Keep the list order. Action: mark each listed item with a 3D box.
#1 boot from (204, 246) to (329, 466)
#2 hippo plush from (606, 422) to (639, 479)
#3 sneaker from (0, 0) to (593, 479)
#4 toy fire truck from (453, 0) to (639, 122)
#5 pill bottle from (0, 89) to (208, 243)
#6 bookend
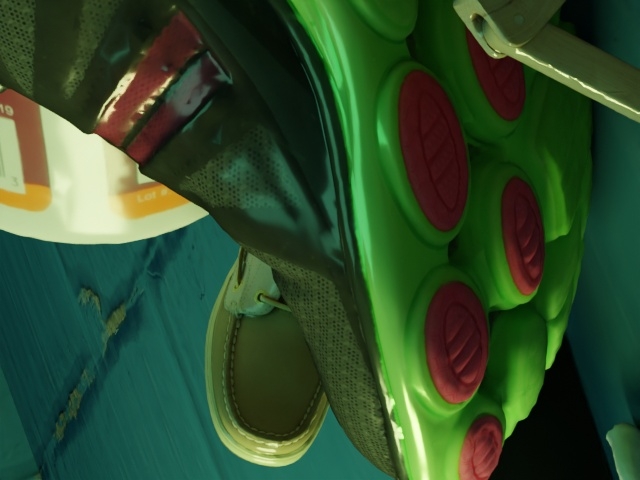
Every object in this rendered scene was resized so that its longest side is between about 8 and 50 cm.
[{"bbox_3d":[0.000,0.000,0.942,0.165,0.077,0.213,123,163,-62],"label":"boot"},{"bbox_3d":[0.121,0.221,0.670,0.294,0.236,0.234,68,161,11],"label":"hippo plush"},{"bbox_3d":[-0.036,-0.101,0.742,0.202,0.185,0.483,-6,120,43],"label":"sneaker"},{"bbox_3d":[0.084,-0.109,0.631,0.047,0.192,0.135,147,132,-69],"label":"toy fire truck"},{"bbox_3d":[-0.127,-0.207,0.914,0.224,0.224,0.392,56,156,38],"label":"pill bottle"},{"bbox_3d":[0.087,0.134,0.934,0.156,0.072,0.157,72,161,0],"label":"bookend"}]
